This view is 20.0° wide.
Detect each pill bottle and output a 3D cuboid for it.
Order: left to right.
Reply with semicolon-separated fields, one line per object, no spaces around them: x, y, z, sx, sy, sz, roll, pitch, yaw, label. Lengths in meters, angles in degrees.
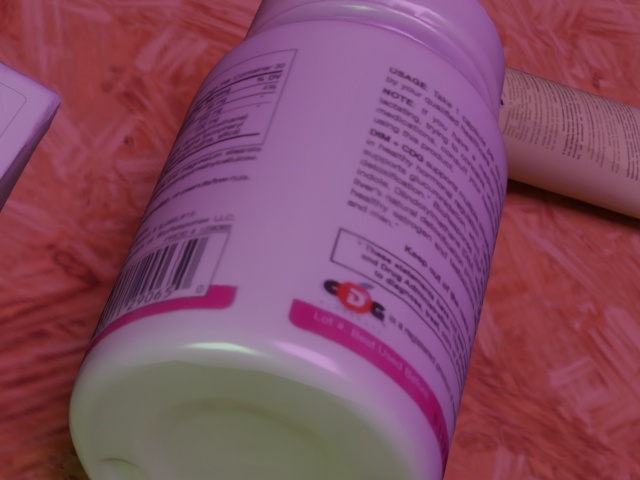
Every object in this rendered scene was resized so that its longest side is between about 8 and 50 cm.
0.000;0.000;0.845;0.160;0.160;0.283;27;46;-10;pill bottle

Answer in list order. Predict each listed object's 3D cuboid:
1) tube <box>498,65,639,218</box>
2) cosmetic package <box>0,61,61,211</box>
0.132;-0.059;1.052;0.240;0.062;0.070;13;93;-28;tube
-0.251;-0.004;0.651;0.225;0.224;0.138;31;45;-5;cosmetic package
